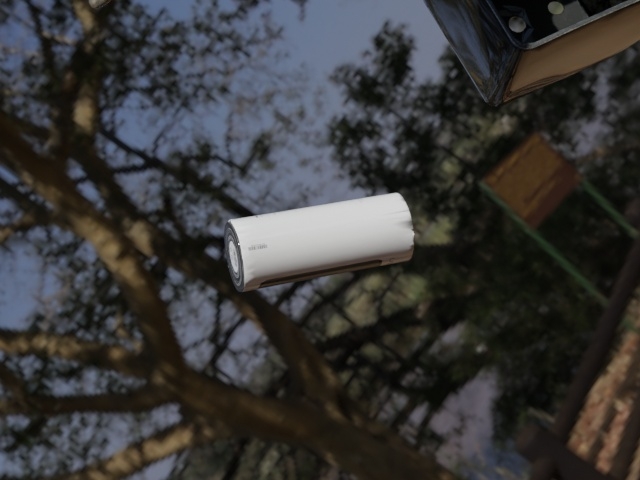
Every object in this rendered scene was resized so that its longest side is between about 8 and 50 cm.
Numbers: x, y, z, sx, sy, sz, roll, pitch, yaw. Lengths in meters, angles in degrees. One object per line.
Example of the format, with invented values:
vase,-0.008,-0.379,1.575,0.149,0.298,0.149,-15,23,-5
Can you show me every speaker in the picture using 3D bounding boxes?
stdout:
speaker,0.000,0.000,0.912,0.136,0.055,0.055,-10,-19,-16

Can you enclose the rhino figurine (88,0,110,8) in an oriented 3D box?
rhino figurine,-0.069,-0.247,0.674,0.243,0.106,0.073,-41,18,4

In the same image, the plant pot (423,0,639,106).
plant pot,0.175,-0.215,0.972,0.187,0.188,0.167,-25,-19,-12
